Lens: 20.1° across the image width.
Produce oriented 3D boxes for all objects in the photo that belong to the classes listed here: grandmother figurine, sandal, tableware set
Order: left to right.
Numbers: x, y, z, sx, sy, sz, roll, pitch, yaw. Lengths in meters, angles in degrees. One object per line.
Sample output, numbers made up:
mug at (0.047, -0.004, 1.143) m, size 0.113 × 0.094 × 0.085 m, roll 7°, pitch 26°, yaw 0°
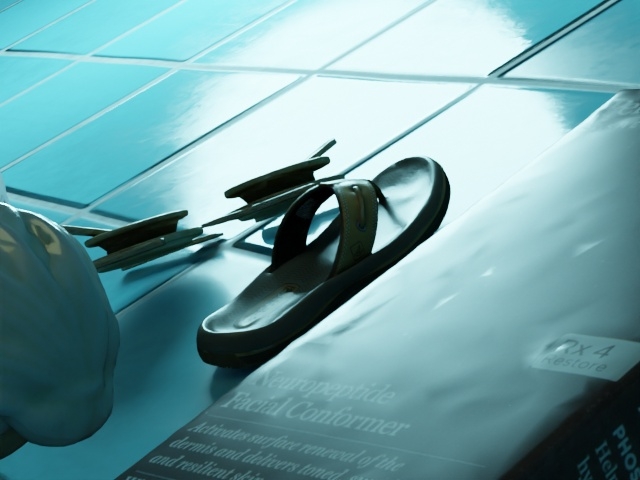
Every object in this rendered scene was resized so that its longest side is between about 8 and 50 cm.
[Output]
grandmother figurine at (-0.188, 0.137, 0.659) m, size 0.342 × 0.104 × 0.208 m, roll -56°, pitch 3°, yaw 7°
tableware set at (-0.077, -0.024, 1.228) m, size 0.194 × 0.039 × 0.128 m, roll -20°, pitch -2°, yaw 14°
sandal at (0.000, 0.000, 1.121) m, size 0.219 × 0.060 × 0.090 m, roll -37°, pitch 24°, yaw -31°

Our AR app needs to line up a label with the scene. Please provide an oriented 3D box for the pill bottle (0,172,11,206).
pill bottle at (-0.295, 0.016, 1.262) m, size 0.160 × 0.160 × 0.283 m, roll -23°, pitch 20°, yaw 2°

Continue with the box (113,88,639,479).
box at (0.096, 0.080, 0.710) m, size 0.381 × 0.143 × 0.191 m, roll -35°, pitch 22°, yaw -33°
